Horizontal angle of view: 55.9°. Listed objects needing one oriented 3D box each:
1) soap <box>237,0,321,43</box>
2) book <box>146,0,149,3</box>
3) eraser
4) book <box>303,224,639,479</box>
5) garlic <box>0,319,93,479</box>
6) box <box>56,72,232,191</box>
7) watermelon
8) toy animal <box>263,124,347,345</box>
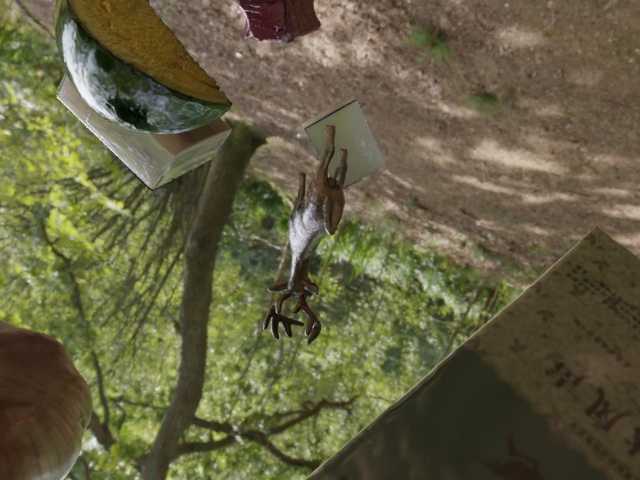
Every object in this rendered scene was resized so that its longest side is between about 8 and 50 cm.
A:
[{"bbox_3d":[-0.093,-0.504,1.307,0.182,0.112,0.289,-10,-152,-4],"label":"soap"},{"bbox_3d":[-0.321,-0.414,1.019,0.014,0.127,0.182,6,172,-1],"label":"book"},{"bbox_3d":[0.045,-0.166,1.049,0.150,0.103,0.023,58,-175,-39],"label":"eraser"},{"bbox_3d":[0.199,0.170,0.444,0.264,0.379,0.031,44,154,25],"label":"book"},{"bbox_3d":[-0.346,0.141,0.558,0.245,0.253,0.245,9,-139,-8],"label":"garlic"},{"bbox_3d":[-0.323,-0.237,1.134,0.251,0.106,0.203,44,-147,1],"label":"box"},{"bbox_3d":[-0.166,-0.146,0.491,0.181,0.075,0.092,49,-143,9],"label":"watermelon"},{"bbox_3d":[-0.019,-0.003,0.838,0.087,0.260,0.243,10,154,0],"label":"toy animal"}]
